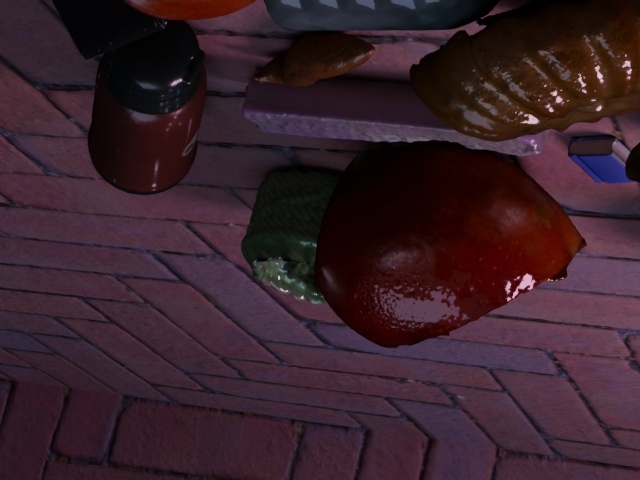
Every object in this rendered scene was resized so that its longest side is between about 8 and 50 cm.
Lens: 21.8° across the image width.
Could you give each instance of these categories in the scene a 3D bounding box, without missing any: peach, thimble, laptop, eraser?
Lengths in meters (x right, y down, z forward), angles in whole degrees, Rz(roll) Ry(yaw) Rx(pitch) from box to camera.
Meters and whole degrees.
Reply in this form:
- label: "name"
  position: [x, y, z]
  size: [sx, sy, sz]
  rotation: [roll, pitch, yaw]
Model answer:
- label: "peach"
  position: [0.168, 0.012, 2.141]
  size: [0.338, 0.281, 0.281]
  rotation: [12, 162, 7]
- label: "thimble"
  position: [0.000, 0.000, 2.395]
  size: [0.219, 0.150, 0.219]
  rotation: [13, 161, 4]
- label: "laptop"
  position: [-0.249, -0.276, 1.855]
  size: [0.180, 0.016, 0.129]
  rotation: [-11, 110, 53]
- label: "eraser"
  position: [0.350, -0.099, 2.041]
  size: [0.063, 0.027, 0.085]
  rotation: [1, 159, 38]

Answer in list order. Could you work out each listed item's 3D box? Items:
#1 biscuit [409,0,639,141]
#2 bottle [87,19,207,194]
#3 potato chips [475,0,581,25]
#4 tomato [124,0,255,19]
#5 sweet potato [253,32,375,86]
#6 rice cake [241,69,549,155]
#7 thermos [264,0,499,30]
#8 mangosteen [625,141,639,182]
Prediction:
- label: "biscuit"
  position: [0.249, -0.167, 1.596]
  size: [0.326, 0.107, 0.326]
  rotation: [-12, 179, 0]
- label: "bottle"
  position: [-0.209, -0.175, 2.049]
  size: [0.144, 0.144, 0.336]
  rotation: [15, 160, -5]
- label: "potato chips"
  position: [0.243, -0.228, 1.608]
  size: [0.142, 0.026, 0.209]
  rotation: [-25, 170, 35]
- label: "tomato"
  position: [-0.103, -0.307, 1.441]
  size: [0.189, 0.232, 0.232]
  rotation: [4, 166, -20]
- label: "sweet potato"
  position: [-0.007, -0.211, 1.929]
  size: [0.055, 0.058, 0.202]
  rotation: [-26, -170, -32]
- label: "rice cake"
  position: [0.081, -0.155, 2.002]
  size: [0.399, 0.070, 0.064]
  rotation: [6, 157, 20]
- label: "thermos"
  position: [0.086, -0.263, 1.530]
  size: [0.287, 0.145, 0.182]
  rotation: [3, -163, 24]
- label: "mangosteen"
  position: [0.439, -0.073, 1.873]
  size: [0.184, 0.172, 0.172]
  rotation: [35, 170, 22]
